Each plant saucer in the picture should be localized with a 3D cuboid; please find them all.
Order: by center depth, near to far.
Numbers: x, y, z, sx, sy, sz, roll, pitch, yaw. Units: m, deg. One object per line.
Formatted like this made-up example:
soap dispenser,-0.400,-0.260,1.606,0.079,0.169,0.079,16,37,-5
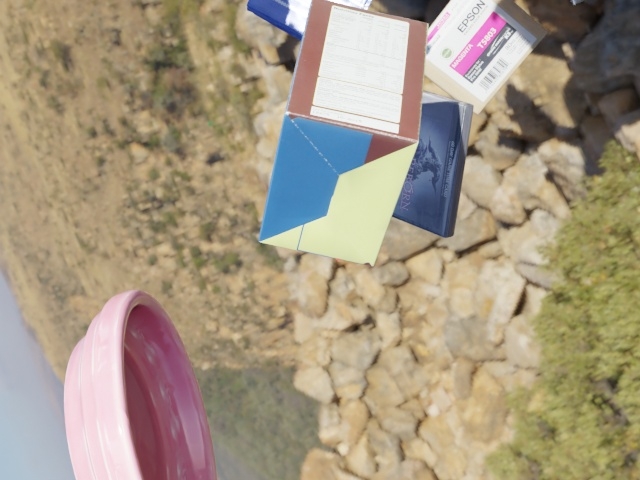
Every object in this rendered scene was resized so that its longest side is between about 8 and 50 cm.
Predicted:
plant saucer,-0.206,0.225,1.055,0.332,0.084,0.332,-14,-90,-86

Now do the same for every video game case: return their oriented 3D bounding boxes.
video game case,0.100,-0.138,1.361,0.274,0.026,0.196,25,119,41

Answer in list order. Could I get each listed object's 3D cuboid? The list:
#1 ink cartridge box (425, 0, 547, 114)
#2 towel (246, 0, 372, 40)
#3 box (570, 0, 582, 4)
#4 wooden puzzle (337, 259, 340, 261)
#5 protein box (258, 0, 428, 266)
ink cartridge box,0.333,-0.419,1.950,0.193,0.235,0.088,30,-161,-27
towel,0.020,-0.571,1.881,0.243,0.336,0.040,30,-173,9
box,0.426,-0.548,1.324,0.183,0.294,0.296,51,-164,-46
wooden puzzle,0.000,0.000,1.380,0.083,0.006,0.049,24,131,13
protein box,0.025,-0.119,1.009,0.200,0.135,0.201,106,176,-48
